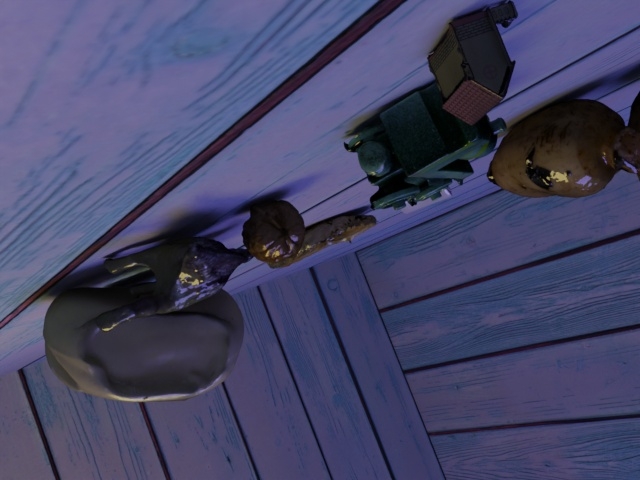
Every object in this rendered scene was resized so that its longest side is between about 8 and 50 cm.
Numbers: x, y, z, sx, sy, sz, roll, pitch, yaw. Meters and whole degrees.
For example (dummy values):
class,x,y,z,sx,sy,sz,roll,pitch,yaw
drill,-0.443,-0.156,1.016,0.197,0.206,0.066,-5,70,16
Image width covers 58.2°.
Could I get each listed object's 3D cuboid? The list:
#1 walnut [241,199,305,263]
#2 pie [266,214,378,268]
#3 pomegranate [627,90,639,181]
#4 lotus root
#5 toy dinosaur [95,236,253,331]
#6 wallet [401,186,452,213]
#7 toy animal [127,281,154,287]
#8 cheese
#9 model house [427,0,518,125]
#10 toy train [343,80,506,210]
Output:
class,x,y,z,sx,sy,sz,roll,pitch,yaw
walnut,-0.058,-0.012,0.712,0.079,0.082,0.096,-42,-166,-11
pie,0.000,0.000,1.286,0.274,0.055,0.274,-21,176,-1
pomegranate,0.583,-0.152,0.813,0.281,0.281,0.281,-21,176,-2
lotus root,0.353,-0.131,0.857,0.154,0.140,0.257,-34,-167,-29
toy dinosaur,-0.168,0.033,0.702,0.162,0.077,0.294,-16,-170,-1
wallet,0.238,-0.099,1.331,0.122,0.025,0.061,-22,149,28
toy animal,-0.274,0.151,0.995,0.204,0.208,0.156,-20,-159,-11
cheese,-0.241,0.129,0.805,0.266,0.127,0.233,2,-170,-27
model house,0.108,-0.112,0.392,0.057,0.058,0.083,-21,176,-7
toy train,0.113,-0.090,0.565,0.132,0.083,0.200,-27,174,29
